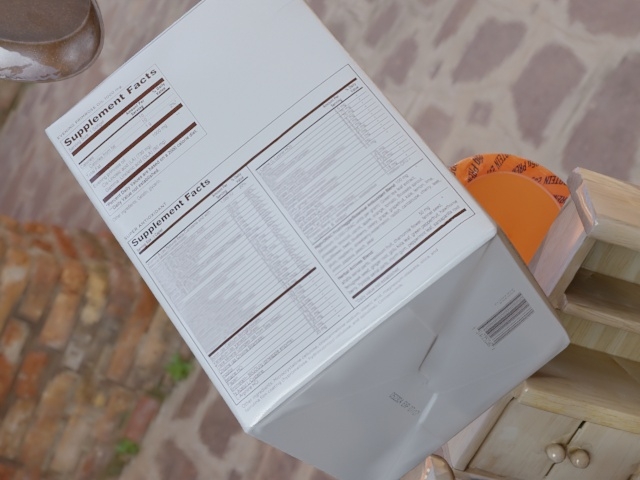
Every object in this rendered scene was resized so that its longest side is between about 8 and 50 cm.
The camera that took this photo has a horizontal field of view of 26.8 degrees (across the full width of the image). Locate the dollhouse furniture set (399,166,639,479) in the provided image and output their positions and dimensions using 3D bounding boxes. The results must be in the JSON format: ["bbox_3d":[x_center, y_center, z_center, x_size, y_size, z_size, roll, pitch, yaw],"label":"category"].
[{"bbox_3d":[0.225,0.181,0.872,0.394,0.362,0.256,-97,26,-53],"label":"dollhouse furniture set"}]

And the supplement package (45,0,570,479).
[{"bbox_3d":[0.000,0.000,0.715,0.149,0.194,0.203,-39,63,3],"label":"supplement package"}]

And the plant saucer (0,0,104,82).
[{"bbox_3d":[-0.207,-0.158,0.811,0.168,0.168,0.029,-25,42,52],"label":"plant saucer"}]

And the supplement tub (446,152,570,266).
[{"bbox_3d":[0.126,0.057,1.317,0.338,0.207,0.207,123,162,-65],"label":"supplement tub"}]
